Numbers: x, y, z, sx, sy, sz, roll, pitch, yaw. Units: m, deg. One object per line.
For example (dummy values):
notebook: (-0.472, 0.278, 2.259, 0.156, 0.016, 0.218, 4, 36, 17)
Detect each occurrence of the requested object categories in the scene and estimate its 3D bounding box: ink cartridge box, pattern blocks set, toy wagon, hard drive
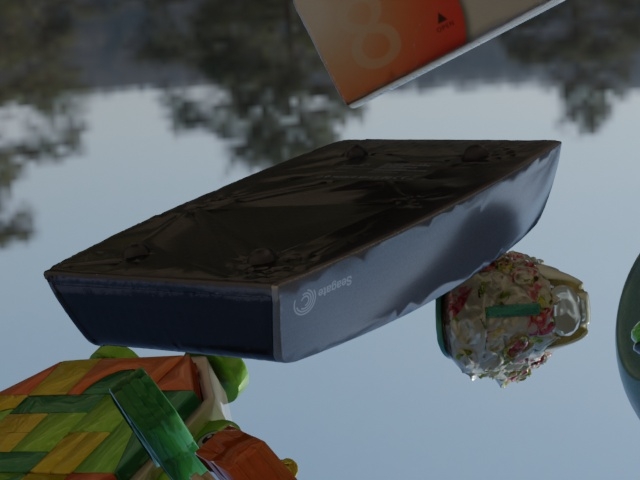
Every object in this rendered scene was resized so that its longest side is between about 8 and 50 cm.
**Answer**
ink cartridge box: (0.041, -0.186, 1.115, 0.145, 0.179, 0.045, -27, -177, 12)
pattern blocks set: (0.029, 0.169, 0.751, 0.026, 0.285, 0.325, -39, -128, -13)
toy wagon: (-0.164, 0.167, 1.501, 0.344, 0.068, 0.267, -6, -150, 43)
hard drive: (0.000, 0.000, 1.030, 0.172, 0.054, 0.255, 2, -161, 38)

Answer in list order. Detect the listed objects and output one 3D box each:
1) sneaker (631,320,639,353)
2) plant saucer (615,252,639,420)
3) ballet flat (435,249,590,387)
sneaker: (0.395, 0.179, 1.218, 0.483, 0.202, 0.185, 33, 153, -15)
plant saucer: (0.271, 0.060, 1.519, 0.037, 0.195, 0.195, 12, -176, -20)
ballet flat: (0.128, 0.048, 1.214, 0.077, 0.091, 0.241, -6, -179, 13)
